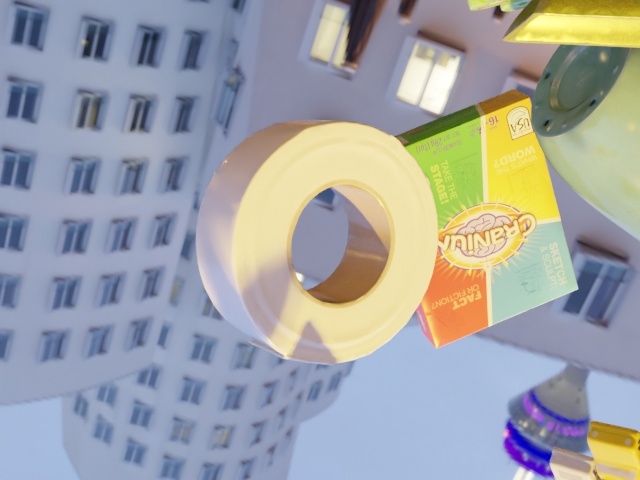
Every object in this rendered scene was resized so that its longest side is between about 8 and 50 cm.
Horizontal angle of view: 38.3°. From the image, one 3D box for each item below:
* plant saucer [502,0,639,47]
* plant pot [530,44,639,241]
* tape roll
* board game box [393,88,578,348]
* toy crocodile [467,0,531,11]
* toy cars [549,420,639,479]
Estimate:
[{"bbox_3d":[0.281,-0.218,0.874,0.188,0.045,0.188,3,-175,2],"label":"plant saucer"},{"bbox_3d":[0.416,-0.162,1.177,0.235,0.293,0.293,26,-159,-19],"label":"plant pot"},{"bbox_3d":[0.000,0.000,1.089,0.286,0.286,0.100,3,-174,-33],"label":"tape roll"},{"bbox_3d":[0.224,-0.028,1.348,0.242,0.317,0.064,-23,-158,-4],"label":"board game box"},{"bbox_3d":[0.227,-0.370,1.254,0.105,0.115,0.340,-13,-176,31],"label":"toy crocodile"},{"bbox_3d":[0.466,0.400,1.508,0.176,0.394,0.087,27,-112,9],"label":"toy cars"}]
